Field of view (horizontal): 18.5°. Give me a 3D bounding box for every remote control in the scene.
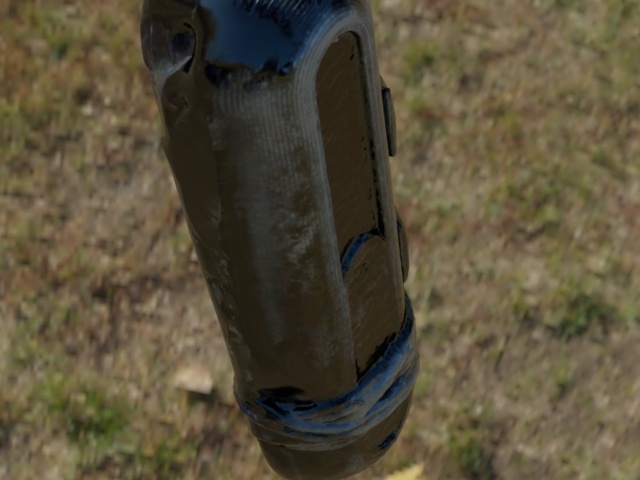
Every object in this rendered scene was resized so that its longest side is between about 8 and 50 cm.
[{"bbox_3d":[0.000,0.000,0.715,0.090,0.266,0.066,-35,46,-22],"label":"remote control"}]
